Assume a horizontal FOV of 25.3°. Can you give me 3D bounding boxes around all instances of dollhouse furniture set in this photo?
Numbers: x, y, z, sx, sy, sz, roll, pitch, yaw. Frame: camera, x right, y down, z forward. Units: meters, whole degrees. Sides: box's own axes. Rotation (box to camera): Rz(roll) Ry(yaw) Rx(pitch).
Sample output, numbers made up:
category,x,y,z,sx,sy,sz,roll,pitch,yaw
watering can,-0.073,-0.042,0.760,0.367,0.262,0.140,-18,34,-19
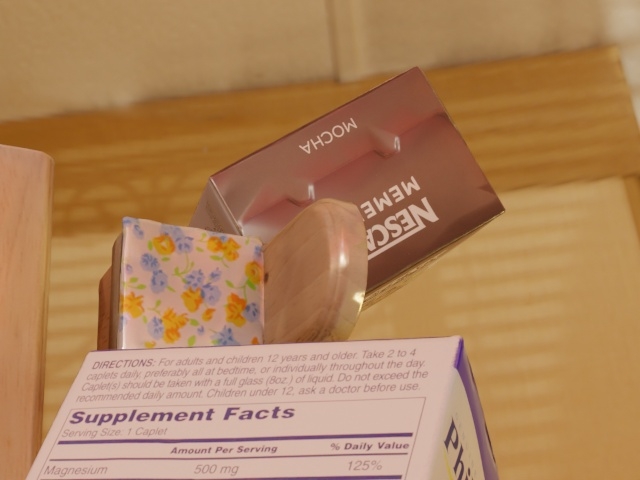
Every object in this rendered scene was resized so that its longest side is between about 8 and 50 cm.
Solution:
category,x,y,z,sx,sy,sz,roll,pitch,yaw
dollhouse furniture set,-0.149,0.128,0.487,0.362,0.394,0.256,8,-24,-22

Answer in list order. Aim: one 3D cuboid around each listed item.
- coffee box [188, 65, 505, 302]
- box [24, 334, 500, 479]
category,x,y,z,sx,sy,sz,roll,pitch,yaw
coffee box,0.000,0.000,1.053,0.168,0.119,0.297,-29,-5,-14
box,-0.023,0.099,0.399,0.126,0.137,0.072,-4,-50,22
